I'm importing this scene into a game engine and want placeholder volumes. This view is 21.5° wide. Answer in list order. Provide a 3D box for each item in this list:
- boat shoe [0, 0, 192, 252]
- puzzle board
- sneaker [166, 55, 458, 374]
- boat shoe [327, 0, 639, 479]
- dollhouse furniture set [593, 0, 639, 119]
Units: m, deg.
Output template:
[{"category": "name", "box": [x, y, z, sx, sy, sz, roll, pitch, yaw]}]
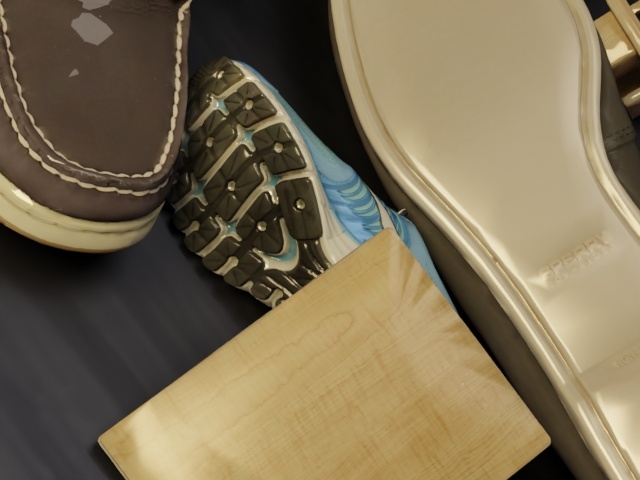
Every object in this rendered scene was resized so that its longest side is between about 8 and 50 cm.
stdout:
[{"category": "boat shoe", "box": [-0.093, -0.131, 0.634, 0.102, 0.092, 0.285, 13, 51, -27]}, {"category": "puzzle board", "box": [0.003, 0.069, 0.585, 0.128, 0.011, 0.096, -36, 87, -14]}, {"category": "sneaker", "box": [0.000, 0.000, 0.653, 0.162, 0.063, 0.073, 56, 26, 3]}, {"category": "boat shoe", "box": [0.092, -0.004, 0.706, 0.112, 0.095, 0.335, -24, 69, -8]}, {"category": "dollhouse furniture set", "box": [0.140, -0.159, 0.767, 0.161, 0.101, 0.182, 61, 10, 14]}]
